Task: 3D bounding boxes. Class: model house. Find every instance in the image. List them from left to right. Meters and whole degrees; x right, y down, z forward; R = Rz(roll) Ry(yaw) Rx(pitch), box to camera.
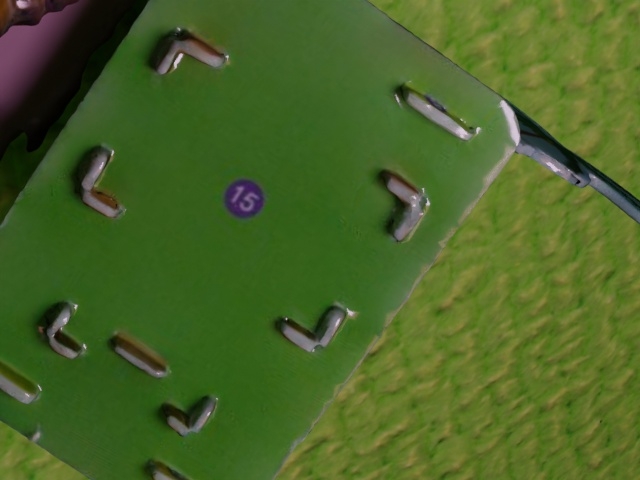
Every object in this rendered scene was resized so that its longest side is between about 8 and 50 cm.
[{"bbox_3d":[0.000,0.000,1.055,0.340,0.323,0.300,34,103,-7],"label":"model house"}]

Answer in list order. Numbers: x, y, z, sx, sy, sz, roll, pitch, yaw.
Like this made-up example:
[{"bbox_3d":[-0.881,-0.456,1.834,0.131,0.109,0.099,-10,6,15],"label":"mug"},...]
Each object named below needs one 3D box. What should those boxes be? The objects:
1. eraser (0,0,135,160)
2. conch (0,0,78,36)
[{"bbox_3d":[-0.244,-0.201,0.850,0.272,0.122,0.359,-53,140,8],"label":"eraser"},{"bbox_3d":[-0.225,-0.111,0.793,0.233,0.086,0.080,-19,175,-11],"label":"conch"}]
